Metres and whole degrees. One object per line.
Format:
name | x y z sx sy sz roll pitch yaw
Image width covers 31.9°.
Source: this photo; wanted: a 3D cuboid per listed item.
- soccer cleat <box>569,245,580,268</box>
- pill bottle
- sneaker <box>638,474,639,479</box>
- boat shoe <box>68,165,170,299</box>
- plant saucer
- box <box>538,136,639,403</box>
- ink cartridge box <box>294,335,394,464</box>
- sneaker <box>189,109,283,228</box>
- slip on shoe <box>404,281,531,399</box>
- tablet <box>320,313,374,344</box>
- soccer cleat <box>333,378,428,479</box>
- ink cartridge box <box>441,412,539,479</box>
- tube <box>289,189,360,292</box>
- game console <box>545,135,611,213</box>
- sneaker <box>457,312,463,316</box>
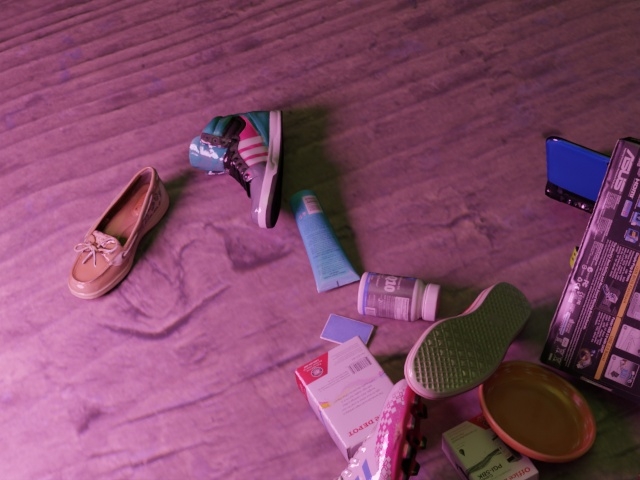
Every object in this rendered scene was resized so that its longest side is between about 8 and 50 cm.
soccer cleat | 0.528 0.013 1.983 0.179 0.072 0.060 -18 54 -7
pill bottle | 0.139 0.101 1.961 0.137 0.078 0.078 7 55 12
sneaker | 0.567 0.412 1.685 0.086 0.064 0.192 -26 52 -7
boat shoe | -0.387 -0.017 2.103 0.105 0.089 0.285 17 58 18
plant saucer | 0.342 0.278 1.792 0.200 0.037 0.200 13 38 -11
box | 0.562 0.069 1.772 0.318 0.395 0.097 22 15 23
ink cartridge box | 0.056 0.264 1.852 0.127 0.072 0.175 -27 55 -14
sneaker | -0.163 -0.142 2.147 0.178 0.123 0.295 0 46 1
slip on shoe | 0.234 0.173 1.817 0.123 0.101 0.331 46 39 9
tablet | 0.047 0.161 1.972 0.083 0.006 0.054 15 57 18
soccer cleat | 0.072 0.366 1.711 0.143 0.116 0.331 5 72 20
ink cartridge box | 0.268 0.348 1.775 0.099 0.056 0.135 -26 54 -13
tube | 0.000 0.000 2.075 0.080 0.052 0.207 -21 59 -3
game console | 0.560 -0.113 1.971 0.293 0.173 0.250 26 40 23
sneaker | 0.233 0.160 1.935 0.035 0.031 0.083 5 54 11
